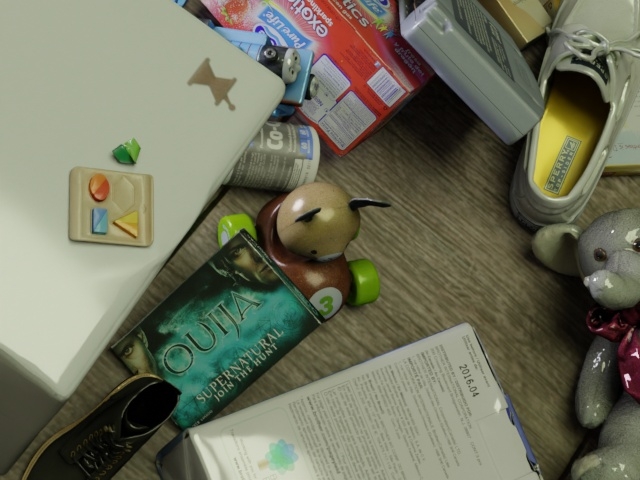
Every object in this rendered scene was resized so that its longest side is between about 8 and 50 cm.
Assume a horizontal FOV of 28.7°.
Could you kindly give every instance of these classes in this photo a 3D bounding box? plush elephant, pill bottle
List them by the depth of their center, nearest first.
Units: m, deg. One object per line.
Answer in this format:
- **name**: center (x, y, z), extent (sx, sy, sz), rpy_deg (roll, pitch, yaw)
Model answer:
- **pill bottle**: center (-0.077, -0.097, 1.375), extent (0.137, 0.078, 0.078), rpy_deg (6, 69, -20)
- **plush elephant**: center (0.372, 0.076, 1.395), extent (0.255, 0.272, 0.330), rpy_deg (54, 32, -12)

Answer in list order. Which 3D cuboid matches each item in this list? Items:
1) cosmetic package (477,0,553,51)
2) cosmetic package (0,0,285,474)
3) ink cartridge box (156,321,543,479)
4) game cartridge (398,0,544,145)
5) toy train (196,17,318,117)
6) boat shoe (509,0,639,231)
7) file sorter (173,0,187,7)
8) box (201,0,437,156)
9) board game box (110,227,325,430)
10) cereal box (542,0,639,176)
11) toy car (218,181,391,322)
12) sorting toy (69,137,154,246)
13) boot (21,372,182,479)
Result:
- **cosmetic package**: center (0.241, -0.300, 1.593), extent (0.060, 0.041, 0.115), rpy_deg (-34, 86, -28)
- **cosmetic package**: center (-0.293, -0.040, 1.092), extent (0.327, 0.394, 0.329), rpy_deg (36, 62, -6)
- **ink cartridge box**: center (0.071, 0.259, 1.266), extent (0.395, 0.151, 0.270), rpy_deg (-19, 80, -24)
- **game cartridge**: center (0.171, -0.220, 1.427), extent (0.198, 0.062, 0.297), rpy_deg (47, 19, -18)
- **toy train**: center (-0.095, -0.184, 1.330), extent (0.184, 0.105, 0.080), rpy_deg (11, 78, 12)
- **boat shoe**: center (0.315, -0.196, 1.481), extent (0.136, 0.156, 0.367), rpy_deg (22, 77, 8)
- **file sorter**: center (-0.218, -0.273, 1.362), extent (0.118, 0.104, 0.170), rpy_deg (29, 64, -3)
- **box**: center (0.002, -0.241, 1.411), extent (0.257, 0.128, 0.122), rpy_deg (48, 36, 1)
- **board game box**: center (-0.105, 0.094, 1.263), extent (0.186, 0.026, 0.126), rpy_deg (-42, 89, 12)
- **cereal box**: center (0.389, -0.201, 1.612), extent (0.173, 0.047, 0.240), rpy_deg (-3, 74, -21)
- **toy car**: center (0.000, 0.000, 1.308), extent (0.155, 0.188, 0.149), rpy_deg (-11, 76, -24)
- **sorting toy**: center (-0.153, -0.038, 0.917), extent (0.062, 0.012, 0.083), rpy_deg (4, 71, -21)
- **boot**: center (-0.213, 0.200, 1.173), extent (0.077, 0.137, 0.198), rpy_deg (40, 74, -8)
